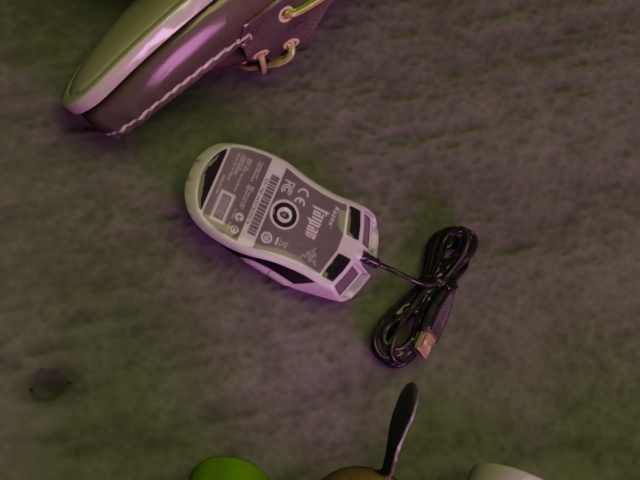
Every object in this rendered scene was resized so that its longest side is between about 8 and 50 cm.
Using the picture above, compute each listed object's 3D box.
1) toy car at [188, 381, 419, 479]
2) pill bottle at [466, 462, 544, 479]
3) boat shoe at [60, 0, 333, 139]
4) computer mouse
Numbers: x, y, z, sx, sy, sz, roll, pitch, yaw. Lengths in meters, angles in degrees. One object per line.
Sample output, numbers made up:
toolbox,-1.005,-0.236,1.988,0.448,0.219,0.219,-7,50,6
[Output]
toy car,-0.003,0.162,0.878,0.149,0.188,0.155,26,39,-8
pill bottle,0.092,0.217,0.969,0.087,0.087,0.160,28,67,-7
boat shoe,-0.032,-0.162,1.044,0.305,0.109,0.091,-45,114,-17
computer mouse,0.000,0.000,1.039,0.193,0.042,0.106,28,72,-13
